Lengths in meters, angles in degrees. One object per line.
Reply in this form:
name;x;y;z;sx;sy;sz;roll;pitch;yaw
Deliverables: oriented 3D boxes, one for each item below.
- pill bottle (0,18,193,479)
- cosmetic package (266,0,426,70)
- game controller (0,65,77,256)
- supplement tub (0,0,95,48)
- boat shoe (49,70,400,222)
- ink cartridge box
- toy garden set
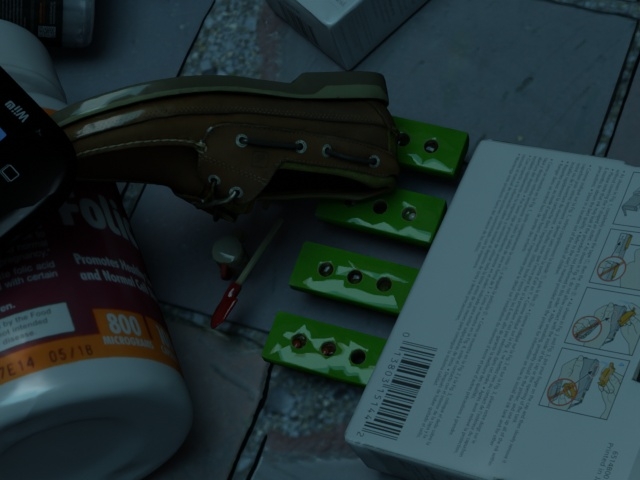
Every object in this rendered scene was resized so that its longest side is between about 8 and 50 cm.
pill bottle;-0.267;0.017;1.271;0.224;0.224;0.392;-24;62;1
cosmetic package;0.063;-0.281;1.418;0.231;0.085;0.117;-44;63;-8
game controller;-0.324;-0.094;1.174;0.166;0.067;0.319;-45;61;-4
supplement tub;-0.311;-0.247;1.442;0.190;0.117;0.117;2;63;-10
boat shoe;-0.073;-0.071;1.223;0.307;0.111;0.104;-8;79;-20
ink cartridge box;0.192;0.069;1.183;0.261;0.066;0.296;11;64;33
toy garden set;0.000;0.000;1.316;0.204;0.049;0.244;14;69;18
